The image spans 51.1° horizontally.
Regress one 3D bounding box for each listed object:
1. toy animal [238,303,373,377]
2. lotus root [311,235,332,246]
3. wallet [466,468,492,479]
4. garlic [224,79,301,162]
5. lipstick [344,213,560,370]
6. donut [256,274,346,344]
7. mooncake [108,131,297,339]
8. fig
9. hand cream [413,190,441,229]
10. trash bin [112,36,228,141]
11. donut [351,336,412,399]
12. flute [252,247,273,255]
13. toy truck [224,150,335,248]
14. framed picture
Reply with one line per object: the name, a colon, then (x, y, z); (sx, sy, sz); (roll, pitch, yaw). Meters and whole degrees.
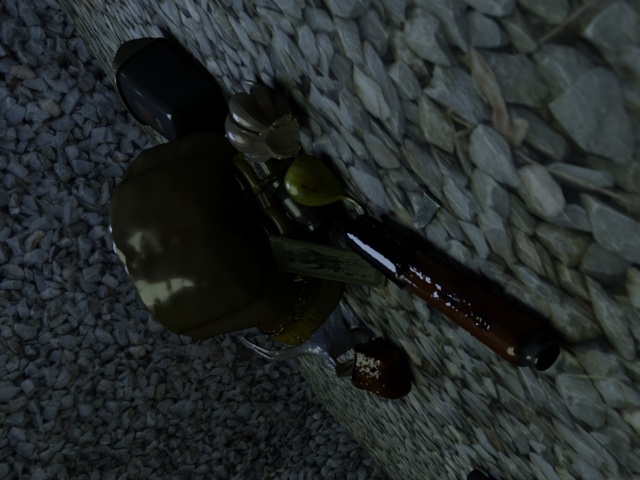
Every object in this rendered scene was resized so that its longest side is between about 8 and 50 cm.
toy animal: (-0.029, 0.264, 1.760); (0.302, 0.284, 0.225); (43, 161, 44)
lotus root: (-0.002, 0.001, 1.548); (0.083, 0.030, 0.037); (50, 165, 15)
wallet: (0.484, 0.657, 1.465); (0.228, 0.062, 0.406); (57, 166, -11)
garlic: (-0.113, -0.230, 1.190); (0.131, 0.127, 0.194); (68, -179, -57)
lipstick: (0.176, 0.065, 0.993); (0.418, 0.077, 0.077); (36, 158, 49)
donut: (-0.041, 0.141, 1.622); (0.107, 0.272, 0.272); (37, 174, -22)
mooncake: (-0.240, -0.014, 1.491); (0.467, 0.262, 0.467); (55, -157, -36)
fig: (0.008, -0.081, 1.203); (0.166, 0.093, 0.093); (41, 167, -3)
hand cream: (0.149, -0.038, 0.950); (0.030, 0.019, 0.093); (49, 164, 16)
trash bin: (-0.365, -0.350, 1.612); (0.290, 0.182, 0.209); (40, 162, 29)
donut: (0.150, 0.332, 1.657); (0.126, 0.144, 0.187); (19, 122, 33)
flute: (-0.040, 0.030, 1.415); (0.269, 0.014, 0.014); (6, -151, -46)
toy truck: (-0.070, -0.100, 1.310); (0.224, 0.147, 0.165); (58, 153, -6)
framed picture: (0.019, 0.045, 1.318); (0.231, 0.010, 0.173); (10, 158, 8)
